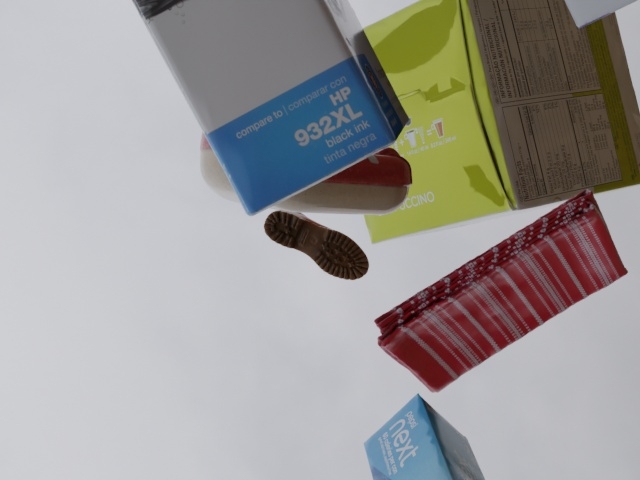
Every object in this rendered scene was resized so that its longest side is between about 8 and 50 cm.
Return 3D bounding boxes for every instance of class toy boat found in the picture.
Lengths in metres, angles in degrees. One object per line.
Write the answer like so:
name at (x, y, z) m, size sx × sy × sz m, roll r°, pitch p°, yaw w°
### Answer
toy boat at (-0.013, -0.107, 1.096) m, size 0.231 × 0.151 × 0.151 m, roll 1°, pitch -84°, yaw -41°

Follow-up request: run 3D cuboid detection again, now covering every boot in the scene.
boot at (0.000, 0.000, 1.496) m, size 0.158 × 0.059 × 0.084 m, roll 30°, pitch -171°, yaw 2°

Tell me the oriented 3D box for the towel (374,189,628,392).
towel at (0.205, 0.068, 1.179) m, size 0.199 × 0.275 × 0.031 m, roll 47°, pitch -167°, yaw -54°

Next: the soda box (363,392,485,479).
soda box at (0.094, 0.213, 0.847) m, size 0.067 × 0.071 × 0.210 m, roll 43°, pitch -169°, yaw -18°

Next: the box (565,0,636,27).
box at (0.216, -0.235, 0.719) m, size 0.126 × 0.137 × 0.072 m, roll 62°, pitch -147°, yaw -10°

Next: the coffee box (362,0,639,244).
coffee box at (0.259, -0.202, 1.676) m, size 0.334 × 0.338 × 0.338 m, roll -13°, pitch -91°, yaw -37°

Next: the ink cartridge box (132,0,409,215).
ink cartridge box at (-0.056, -0.196, 0.851) m, size 0.307 × 0.129 × 0.223 m, roll 62°, pitch -168°, yaw -6°
